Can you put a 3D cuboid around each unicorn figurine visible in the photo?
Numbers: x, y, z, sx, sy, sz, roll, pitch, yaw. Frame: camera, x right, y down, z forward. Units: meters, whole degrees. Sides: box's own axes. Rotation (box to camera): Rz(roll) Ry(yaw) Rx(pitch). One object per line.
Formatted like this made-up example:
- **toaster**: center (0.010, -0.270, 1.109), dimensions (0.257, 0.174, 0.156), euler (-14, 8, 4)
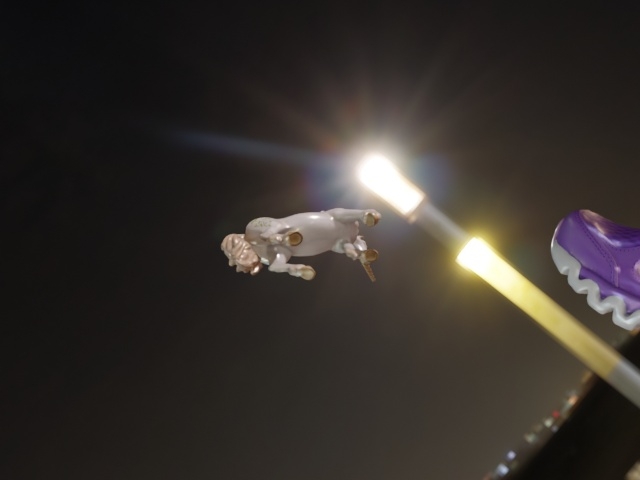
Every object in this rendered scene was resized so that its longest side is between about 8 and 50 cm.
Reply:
- **unicorn figurine**: center (0.000, 0.000, 0.961), dimensions (0.111, 0.162, 0.060), euler (14, 95, 65)

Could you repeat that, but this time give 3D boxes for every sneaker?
- **sneaker**: center (0.243, 0.023, 0.695), dimensions (0.095, 0.236, 0.104), euler (-7, -62, -58)
